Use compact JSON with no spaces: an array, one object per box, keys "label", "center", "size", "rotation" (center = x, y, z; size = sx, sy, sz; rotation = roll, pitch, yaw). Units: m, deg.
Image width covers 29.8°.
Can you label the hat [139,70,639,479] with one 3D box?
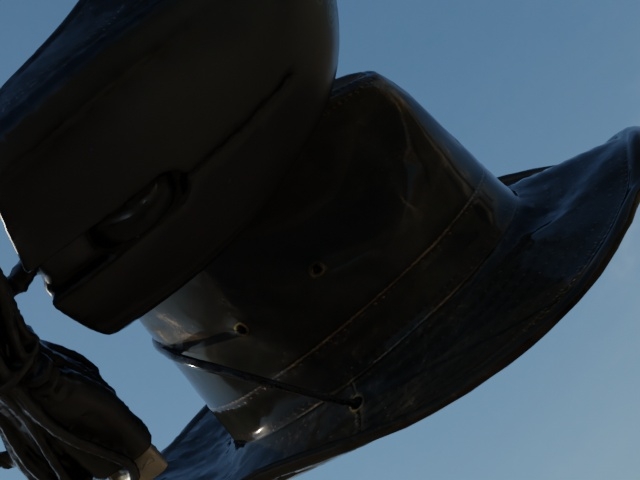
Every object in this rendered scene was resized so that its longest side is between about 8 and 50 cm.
[{"label":"hat","center":[0.000,0.000,0.628],"size":[0.331,0.134,0.331],"rotation":[-36,8,6]}]

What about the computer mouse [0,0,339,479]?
[{"label":"computer mouse","center":[-0.056,-0.036,0.483],"size":[0.272,0.072,0.188],"rotation":[-62,-36,-25]}]
